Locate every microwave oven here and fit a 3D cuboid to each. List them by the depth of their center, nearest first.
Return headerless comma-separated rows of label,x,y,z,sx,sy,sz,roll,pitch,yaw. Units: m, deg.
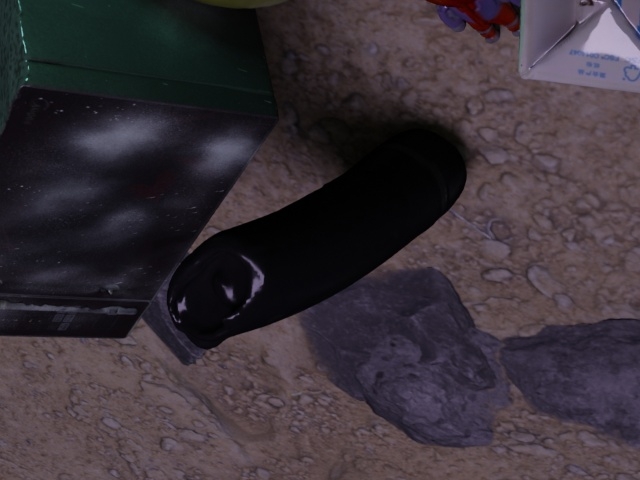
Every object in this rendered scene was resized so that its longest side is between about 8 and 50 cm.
microwave oven,-0.256,-0.140,1.287,0.236,0.374,0.432,5,146,-28

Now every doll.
doll,0.122,-0.254,1.184,0.102,0.075,0.227,-13,147,36

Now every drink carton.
drink carton,0.238,-0.275,0.920,0.132,0.324,0.194,12,139,17

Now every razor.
razor,0.002,0.001,1.364,0.113,0.349,0.204,55,142,5

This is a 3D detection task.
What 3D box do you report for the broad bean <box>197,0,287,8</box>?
broad bean,-0.078,-0.322,1.104,0.119,0.291,0.238,-157,57,-73
